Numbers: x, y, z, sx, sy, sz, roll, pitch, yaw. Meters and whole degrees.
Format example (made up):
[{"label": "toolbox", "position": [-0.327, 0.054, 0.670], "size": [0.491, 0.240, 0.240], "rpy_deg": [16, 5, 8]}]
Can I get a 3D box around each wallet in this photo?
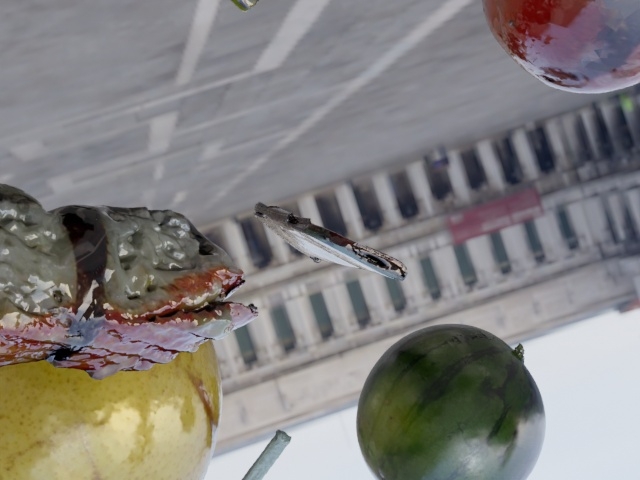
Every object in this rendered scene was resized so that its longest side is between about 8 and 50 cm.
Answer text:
[{"label": "wallet", "position": [0.000, 0.000, 1.555], "size": [0.031, 0.137, 0.255], "rpy_deg": [-61, -158, -6]}]

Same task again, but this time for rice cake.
[{"label": "rice cake", "position": [-0.079, 0.304, 1.710], "size": [0.121, 0.022, 0.021], "rpy_deg": [-55, -168, 20]}]

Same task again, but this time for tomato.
[{"label": "tomato", "position": [0.251, -0.236, 1.160], "size": [0.208, 0.208, 0.184], "rpy_deg": [-16, -142, 40]}]

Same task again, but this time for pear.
[{"label": "pear", "position": [-0.242, 0.155, 1.240], "size": [0.314, 0.314, 0.314], "rpy_deg": [-18, -178, 0]}]

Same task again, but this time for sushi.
[{"label": "sushi", "position": [-0.203, 0.031, 0.952], "size": [0.332, 0.130, 0.124], "rpy_deg": [2, 147, -41]}]

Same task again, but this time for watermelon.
[{"label": "watermelon", "position": [0.163, 0.225, 1.590], "size": [0.242, 0.242, 0.242], "rpy_deg": [-18, -178, 0]}]

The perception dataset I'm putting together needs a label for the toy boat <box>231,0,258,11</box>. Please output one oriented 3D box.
[{"label": "toy boat", "position": [-0.079, -0.225, 0.922], "size": [0.016, 0.115, 0.063], "rpy_deg": [-6, -132, 53]}]
